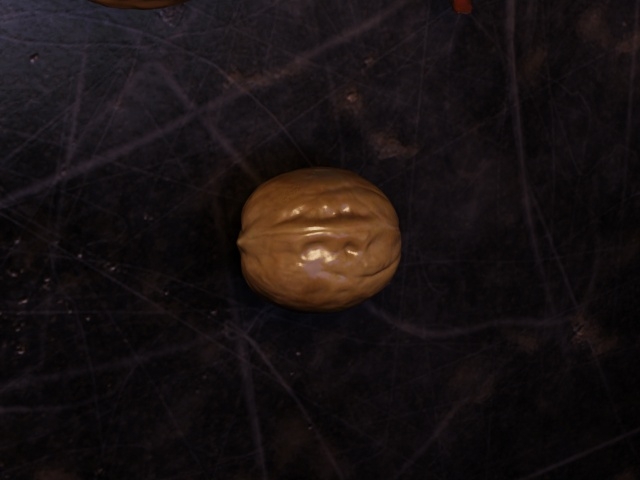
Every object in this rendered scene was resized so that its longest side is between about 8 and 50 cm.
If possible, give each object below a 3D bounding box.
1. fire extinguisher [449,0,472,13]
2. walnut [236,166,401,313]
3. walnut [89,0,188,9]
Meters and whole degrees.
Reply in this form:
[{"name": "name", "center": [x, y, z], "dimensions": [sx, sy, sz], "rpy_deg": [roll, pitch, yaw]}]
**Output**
[{"name": "fire extinguisher", "center": [0.132, -0.381, 1.601], "dimensions": [0.105, 0.141, 0.341], "rpy_deg": [1, 111, -2]}, {"name": "walnut", "center": [0.000, 0.000, 1.676], "dimensions": [0.162, 0.140, 0.140], "rpy_deg": [-4, 112, -13]}, {"name": "walnut", "center": [-0.140, -0.316, 1.407], "dimensions": [0.273, 0.227, 0.273], "rpy_deg": [-11, 112, -29]}]
